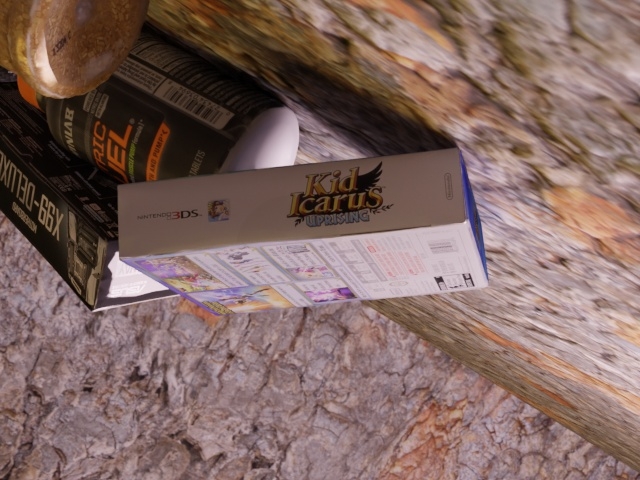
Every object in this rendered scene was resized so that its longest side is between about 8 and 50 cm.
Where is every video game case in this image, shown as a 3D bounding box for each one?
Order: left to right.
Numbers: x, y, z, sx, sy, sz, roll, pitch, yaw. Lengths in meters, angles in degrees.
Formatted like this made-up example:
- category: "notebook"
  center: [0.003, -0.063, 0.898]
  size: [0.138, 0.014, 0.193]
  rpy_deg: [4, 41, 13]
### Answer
- category: "video game case"
  center: [0.000, 0.000, 1.007]
  size: [0.244, 0.061, 0.269]
  rpy_deg: [-7, 167, 9]

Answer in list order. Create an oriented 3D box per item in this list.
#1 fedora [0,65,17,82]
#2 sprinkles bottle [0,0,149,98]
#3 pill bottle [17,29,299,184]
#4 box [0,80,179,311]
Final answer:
- category: "fedora"
  center: [-0.397, -0.203, 1.451]
  size: [0.334, 0.152, 0.334]
  rpy_deg: [25, 171, 4]
- category: "sprinkles bottle"
  center: [-0.286, -0.221, 0.900]
  size: [0.355, 0.121, 0.121]
  rpy_deg: [29, 175, 24]
- category: "pill bottle"
  center: [-0.151, -0.111, 1.146]
  size: [0.245, 0.130, 0.130]
  rpy_deg: [29, 175, 21]
- category: "box"
  center: [-0.188, -0.061, 1.258]
  size: [0.242, 0.076, 0.307]
  rpy_deg: [-9, -143, -41]
